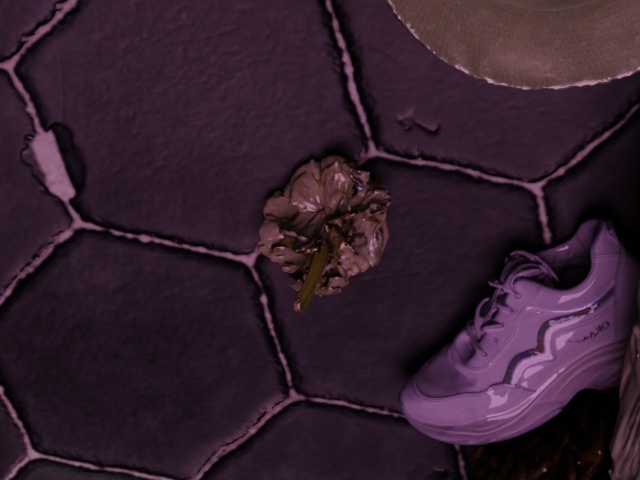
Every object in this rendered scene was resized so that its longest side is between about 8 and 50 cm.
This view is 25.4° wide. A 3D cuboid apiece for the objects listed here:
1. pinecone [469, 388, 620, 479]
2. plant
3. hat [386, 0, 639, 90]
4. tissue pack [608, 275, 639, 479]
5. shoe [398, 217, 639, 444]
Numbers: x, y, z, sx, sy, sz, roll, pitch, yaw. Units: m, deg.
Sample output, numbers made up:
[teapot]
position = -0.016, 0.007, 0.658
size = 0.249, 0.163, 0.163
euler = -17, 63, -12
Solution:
[pinecone]
position = 0.229, 0.235, 1.229
size = 0.201, 0.202, 0.229
euler = 16, 129, -24
[plant]
position = 0.000, 0.000, 1.125
size = 0.104, 0.122, 0.116
euler = 24, 126, -3
[hat]
position = 0.158, -0.240, 0.970
size = 0.257, 0.130, 0.257
euler = 0, 122, -1
[tissue pack]
position = 0.398, 0.044, 1.090
size = 0.390, 0.195, 0.375
euler = -12, 119, -20
[shoe]
position = 0.169, 0.076, 1.193
size = 0.245, 0.095, 0.137
euler = -24, 116, 8
